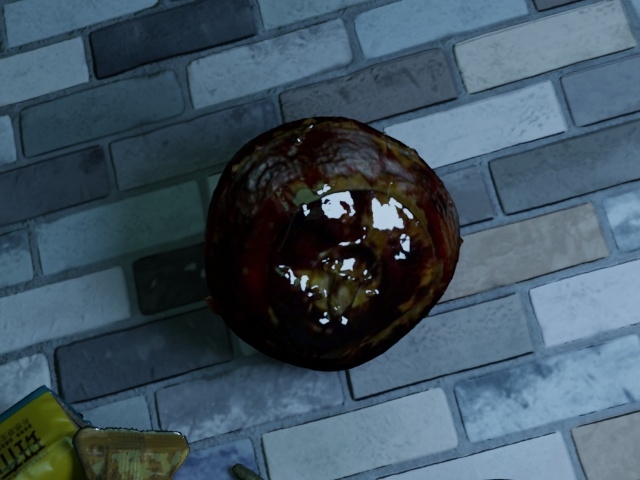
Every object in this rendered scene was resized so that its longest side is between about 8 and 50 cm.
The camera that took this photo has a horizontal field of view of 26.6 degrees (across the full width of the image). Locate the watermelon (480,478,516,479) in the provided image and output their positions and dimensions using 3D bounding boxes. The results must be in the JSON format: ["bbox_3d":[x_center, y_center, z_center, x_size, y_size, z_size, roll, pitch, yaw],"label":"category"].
[{"bbox_3d":[0.211,0.388,1.617,0.212,0.212,0.212,-4,68,9],"label":"watermelon"}]

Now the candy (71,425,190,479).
[{"bbox_3d":[-0.223,0.346,1.705,0.143,0.271,0.101,-6,24,-1],"label":"candy"}]

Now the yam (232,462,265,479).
[{"bbox_3d":[-0.025,0.362,1.769,0.234,0.027,0.029,32,108,21],"label":"yam"}]

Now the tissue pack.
[{"bbox_3d":[-0.403,0.331,1.762,0.271,0.192,0.134,-37,65,-5],"label":"tissue pack"}]

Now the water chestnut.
[{"bbox_3d":[0.000,0.000,1.782,0.350,0.302,0.350,-3,100,-15],"label":"water chestnut"}]
